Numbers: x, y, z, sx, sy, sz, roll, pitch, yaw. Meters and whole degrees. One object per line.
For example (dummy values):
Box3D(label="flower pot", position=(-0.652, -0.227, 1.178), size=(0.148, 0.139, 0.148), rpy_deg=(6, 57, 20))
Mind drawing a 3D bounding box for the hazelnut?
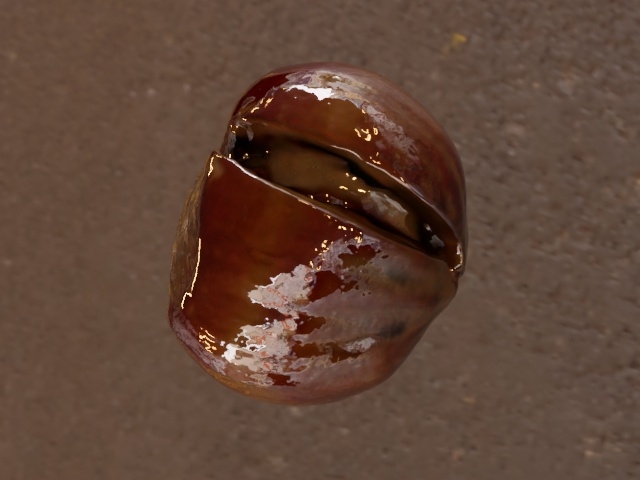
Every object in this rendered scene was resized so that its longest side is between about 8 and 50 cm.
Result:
Box3D(label="hazelnut", position=(0.000, 0.000, 1.259), size=(0.217, 0.217, 0.251), rpy_deg=(23, 87, 44))
